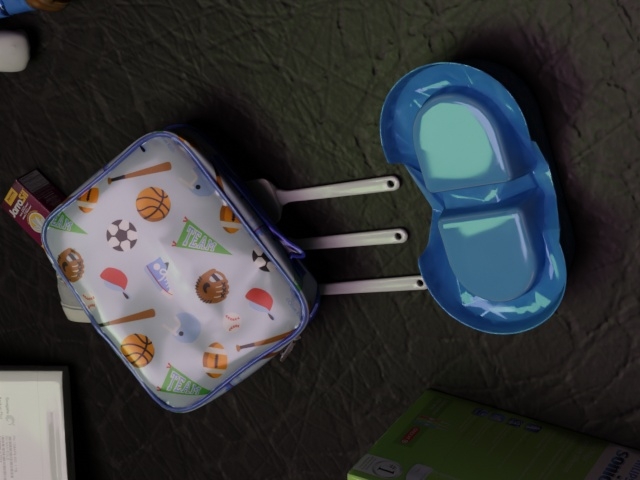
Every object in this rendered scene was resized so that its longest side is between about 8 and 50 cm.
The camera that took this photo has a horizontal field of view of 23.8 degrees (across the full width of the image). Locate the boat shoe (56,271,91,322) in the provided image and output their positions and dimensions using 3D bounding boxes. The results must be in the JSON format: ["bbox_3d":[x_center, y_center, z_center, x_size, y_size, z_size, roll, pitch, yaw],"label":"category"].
[{"bbox_3d":[-0.240,0.052,1.859,0.228,0.079,0.081,-4,114,36],"label":"boat shoe"}]

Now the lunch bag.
[{"bbox_3d":[-0.149,0.031,1.723,0.243,0.115,0.303,-37,91,12],"label":"lunch bag"}]

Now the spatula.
[{"bbox_3d":[0.000,0.000,1.729,0.242,0.019,0.168,-6,108,33],"label":"spatula"}]

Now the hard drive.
[{"bbox_3d":[-0.508,0.284,2.042,0.353,0.047,0.233,-1,100,6],"label":"hard drive"}]

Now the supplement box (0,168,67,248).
[{"bbox_3d":[-0.351,-0.040,1.904,0.083,0.043,0.055,43,128,7],"label":"supplement box"}]

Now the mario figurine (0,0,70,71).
[{"bbox_3d":[-0.447,-0.301,1.816,0.321,0.170,0.198,-14,68,24],"label":"mario figurine"}]

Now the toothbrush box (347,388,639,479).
[{"bbox_3d":[0.196,0.289,1.632,0.283,0.206,0.122,13,118,25],"label":"toothbrush box"}]

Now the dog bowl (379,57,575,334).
[{"bbox_3d":[0.170,-0.052,1.568,0.166,0.074,0.297,-8,109,34],"label":"dog bowl"}]
